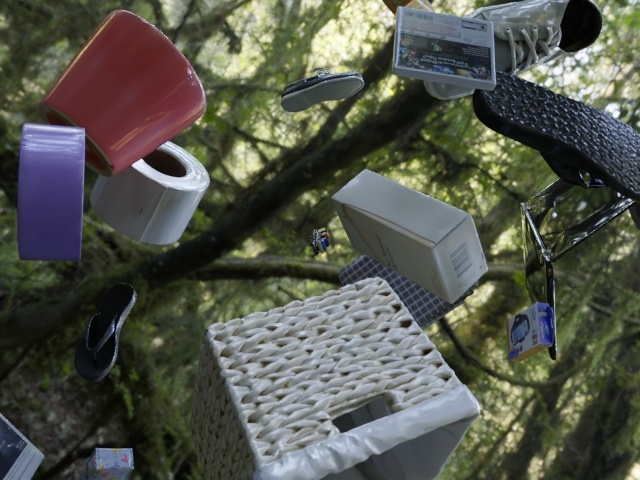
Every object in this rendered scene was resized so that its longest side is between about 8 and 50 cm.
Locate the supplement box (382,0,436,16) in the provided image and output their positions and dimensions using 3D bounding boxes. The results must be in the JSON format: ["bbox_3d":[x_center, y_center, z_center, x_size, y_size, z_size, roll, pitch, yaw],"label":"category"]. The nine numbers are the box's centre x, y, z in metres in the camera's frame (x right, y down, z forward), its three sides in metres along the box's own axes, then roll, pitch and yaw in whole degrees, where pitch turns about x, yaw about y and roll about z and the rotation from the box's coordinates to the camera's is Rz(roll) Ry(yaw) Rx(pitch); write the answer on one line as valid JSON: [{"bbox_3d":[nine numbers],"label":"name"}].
[{"bbox_3d":[0.243,-0.645,1.874,0.080,0.078,0.233,59,25,11],"label":"supplement box"}]

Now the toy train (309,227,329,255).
[{"bbox_3d":[0.000,0.000,1.310,0.158,0.036,0.027,-84,154,-78],"label":"toy train"}]

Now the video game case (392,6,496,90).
[{"bbox_3d":[0.233,-0.363,1.288,0.190,0.173,0.022,9,-33,-3],"label":"video game case"}]

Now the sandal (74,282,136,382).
[{"bbox_3d":[-0.515,0.208,1.611,0.097,0.255,0.054,5,-32,10],"label":"sandal"}]

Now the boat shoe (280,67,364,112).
[{"bbox_3d":[0.003,-0.425,1.886,0.254,0.079,0.095,-14,-30,33],"label":"boat shoe"}]

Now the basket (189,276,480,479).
[{"bbox_3d":[-0.005,0.271,1.003,0.266,0.328,0.331,58,-31,33],"label":"basket"}]

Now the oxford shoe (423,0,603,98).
[{"bbox_3d":[0.422,-0.425,1.468,0.130,0.449,0.169,46,-25,52],"label":"oxford shoe"}]

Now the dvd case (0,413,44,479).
[{"bbox_3d":[-0.436,0.220,0.778,0.239,0.029,0.179,51,7,-13],"label":"dvd case"}]

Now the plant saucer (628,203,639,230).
[{"bbox_3d":[0.926,-0.110,1.737,0.277,0.278,0.041,32,23,29],"label":"plant saucer"}]

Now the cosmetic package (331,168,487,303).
[{"bbox_3d":[0.174,-0.016,1.382,0.309,0.113,0.160,29,-27,49],"label":"cosmetic package"}]

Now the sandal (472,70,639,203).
[{"bbox_3d":[0.504,-0.201,1.392,0.445,0.168,0.107,27,-29,-5],"label":"sandal"}]

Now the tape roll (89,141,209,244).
[{"bbox_3d":[-0.417,-0.129,1.674,0.246,0.169,0.246,27,25,-14],"label":"tape roll"}]

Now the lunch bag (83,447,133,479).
[{"bbox_3d":[-0.388,0.414,1.245,0.071,0.083,0.053,10,43,-30],"label":"lunch bag"}]

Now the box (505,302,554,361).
[{"bbox_3d":[0.392,0.171,1.279,0.028,0.081,0.136,8,-26,-10],"label":"box"}]

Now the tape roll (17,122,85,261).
[{"bbox_3d":[-0.372,-0.065,0.949,0.080,0.189,0.189,1,-5,-20],"label":"tape roll"}]

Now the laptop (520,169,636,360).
[{"bbox_3d":[0.637,0.012,1.670,0.382,0.236,0.408,-72,154,-66],"label":"laptop"}]

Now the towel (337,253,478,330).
[{"bbox_3d":[0.208,0.099,1.659,0.235,0.283,0.121,59,19,18],"label":"towel"}]

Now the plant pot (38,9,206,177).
[{"bbox_3d":[-0.408,-0.278,1.382,0.274,0.243,0.275,32,-23,15],"label":"plant pot"}]
